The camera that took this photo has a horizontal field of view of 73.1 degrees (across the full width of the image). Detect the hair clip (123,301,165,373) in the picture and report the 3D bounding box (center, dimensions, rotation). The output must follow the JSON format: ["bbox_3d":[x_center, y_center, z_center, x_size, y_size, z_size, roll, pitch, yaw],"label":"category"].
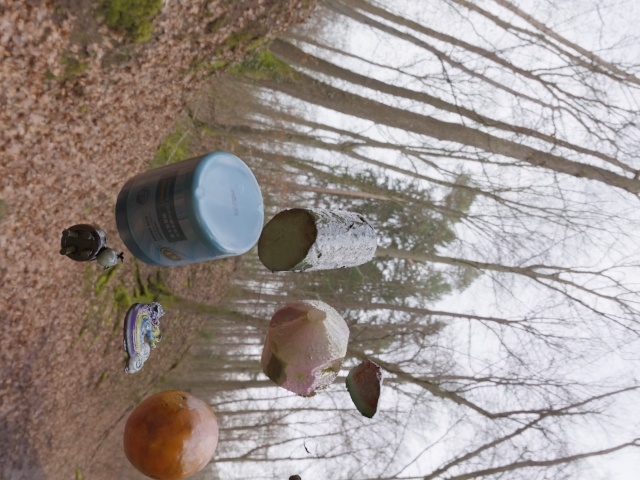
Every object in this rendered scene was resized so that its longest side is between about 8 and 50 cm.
[{"bbox_3d":[-0.373,0.183,0.894,0.172,0.049,0.116,-94,172,-68],"label":"hair clip"}]

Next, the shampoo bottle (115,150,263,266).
[{"bbox_3d":[-0.406,-0.093,1.390,0.342,0.331,0.331,-9,-110,29],"label":"shampoo bottle"}]

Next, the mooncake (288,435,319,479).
[{"bbox_3d":[-0.050,0.705,1.344,0.150,0.057,0.347,37,-46,46],"label":"mooncake"}]

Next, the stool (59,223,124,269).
[{"bbox_3d":[-0.753,0.025,1.413,0.125,0.217,0.121,-53,-167,-5],"label":"stool"}]

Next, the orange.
[{"bbox_3d":[-0.457,0.593,1.334,0.284,0.284,0.226,22,-90,62],"label":"orange"}]

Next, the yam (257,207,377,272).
[{"bbox_3d":[0.000,0.000,1.094,0.168,0.304,0.168,-1,-92,41],"label":"yam"}]

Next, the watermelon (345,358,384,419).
[{"bbox_3d":[0.123,0.377,1.076,0.180,0.081,0.094,-99,-148,-57],"label":"watermelon"}]

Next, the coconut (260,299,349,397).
[{"bbox_3d":[-0.035,0.276,1.141,0.245,0.233,0.233,109,-25,-43],"label":"coconut"}]
